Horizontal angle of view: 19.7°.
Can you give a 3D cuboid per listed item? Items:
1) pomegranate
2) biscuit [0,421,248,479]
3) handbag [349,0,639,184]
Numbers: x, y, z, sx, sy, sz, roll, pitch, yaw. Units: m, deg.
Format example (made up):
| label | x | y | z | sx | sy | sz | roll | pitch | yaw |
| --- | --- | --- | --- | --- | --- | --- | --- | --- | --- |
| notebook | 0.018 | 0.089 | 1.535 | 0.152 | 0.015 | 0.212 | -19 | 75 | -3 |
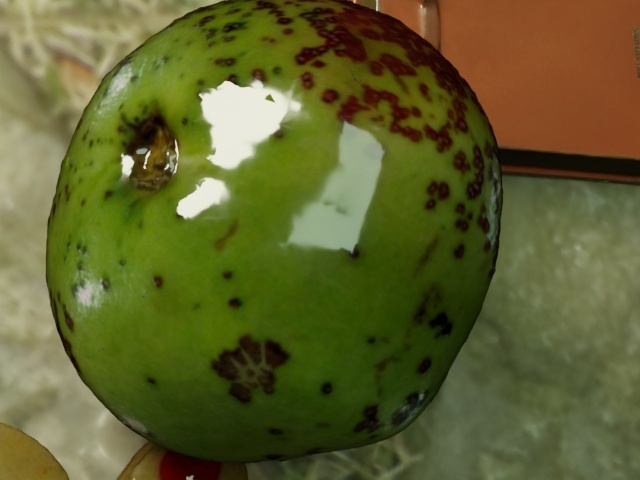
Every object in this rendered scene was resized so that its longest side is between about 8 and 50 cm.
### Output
| label | x | y | z | sx | sy | sz | roll | pitch | yaw |
| --- | --- | --- | --- | --- | --- | --- | --- | --- | --- |
| pomegranate | 0.000 | 0.000 | 0.842 | 0.248 | 0.214 | 0.214 | 18 | 66 | -52 |
| biscuit | -0.074 | 0.180 | 0.832 | 0.301 | 0.049 | 0.197 | 32 | 65 | -10 |
| handbag | 0.102 | -0.100 | 0.969 | 0.190 | 0.063 | 0.127 | 4 | 75 | -23 |
